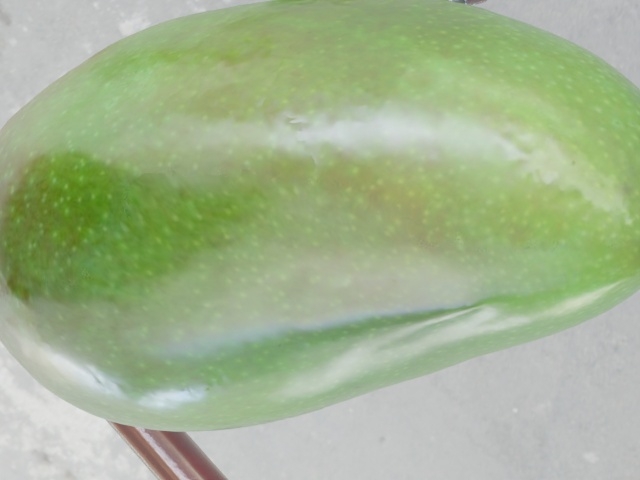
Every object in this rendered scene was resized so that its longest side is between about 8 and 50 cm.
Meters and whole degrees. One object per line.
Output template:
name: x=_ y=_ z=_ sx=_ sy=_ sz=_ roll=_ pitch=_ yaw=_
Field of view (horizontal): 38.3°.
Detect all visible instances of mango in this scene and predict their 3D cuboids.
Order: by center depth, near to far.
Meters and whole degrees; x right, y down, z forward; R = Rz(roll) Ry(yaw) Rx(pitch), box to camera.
mango: x=-0.022 y=-0.012 z=0.448 sx=0.382 sy=0.225 sz=0.201 roll=-2 pitch=114 yaw=35

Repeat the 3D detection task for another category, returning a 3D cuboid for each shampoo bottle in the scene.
shampoo bottle: x=-0.183 y=0.298 z=1.218 sx=0.260 sy=0.102 sz=0.064 roll=41 pitch=90 yaw=24

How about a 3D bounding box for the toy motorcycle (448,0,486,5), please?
toy motorcycle: x=0.049 y=-0.204 z=0.638 sx=0.122 sy=0.213 sz=0.082 roll=-7 pitch=74 yaw=39
